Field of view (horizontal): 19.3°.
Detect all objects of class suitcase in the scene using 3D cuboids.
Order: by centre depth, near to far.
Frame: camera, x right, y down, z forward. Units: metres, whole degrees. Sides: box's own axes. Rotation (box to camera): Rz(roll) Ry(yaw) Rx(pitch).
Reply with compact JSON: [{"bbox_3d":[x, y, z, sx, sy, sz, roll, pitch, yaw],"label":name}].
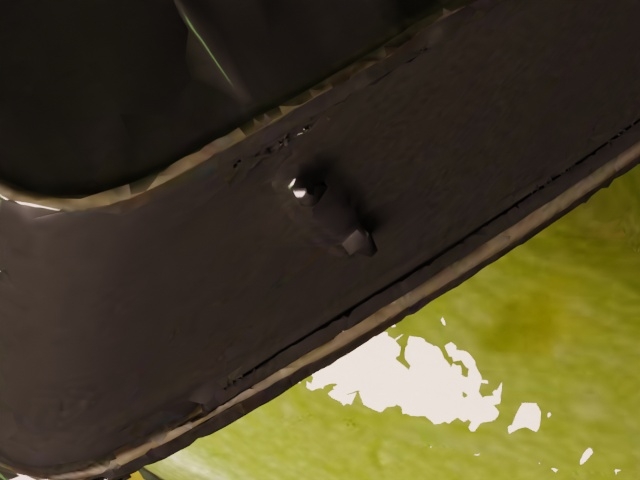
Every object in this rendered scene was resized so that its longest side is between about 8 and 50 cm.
[{"bbox_3d":[-0.007,-0.133,0.569,0.283,0.434,0.194,46,148,20],"label":"suitcase"}]

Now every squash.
[{"bbox_3d":[0.000,0.000,0.734,0.309,0.234,0.210,20,172,7],"label":"squash"}]

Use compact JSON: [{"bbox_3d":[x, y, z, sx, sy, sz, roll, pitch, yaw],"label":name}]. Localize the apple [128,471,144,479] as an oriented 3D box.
[{"bbox_3d":[-0.025,0.055,0.913,0.299,0.275,0.299,174,90,-87],"label":"apple"}]
